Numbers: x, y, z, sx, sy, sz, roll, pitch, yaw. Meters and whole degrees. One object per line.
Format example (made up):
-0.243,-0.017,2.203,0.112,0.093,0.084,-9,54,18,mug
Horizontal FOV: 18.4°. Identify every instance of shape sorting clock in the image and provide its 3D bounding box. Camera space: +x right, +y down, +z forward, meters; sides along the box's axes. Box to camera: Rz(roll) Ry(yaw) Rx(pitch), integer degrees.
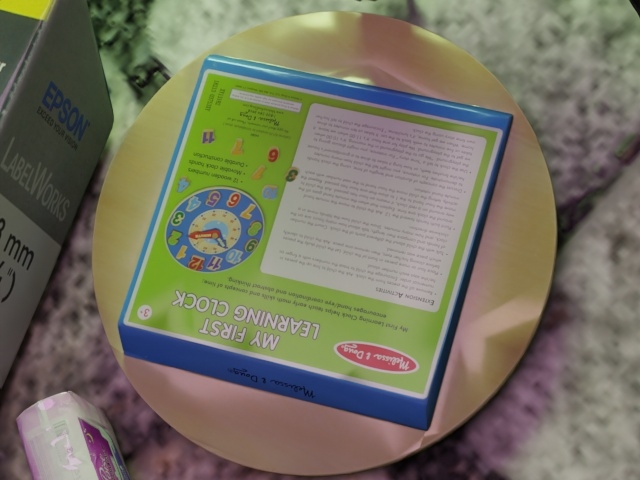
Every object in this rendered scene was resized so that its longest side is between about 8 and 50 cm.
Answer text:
0.000,0.000,0.854,0.206,0.040,0.206,-4,72,12,shape sorting clock

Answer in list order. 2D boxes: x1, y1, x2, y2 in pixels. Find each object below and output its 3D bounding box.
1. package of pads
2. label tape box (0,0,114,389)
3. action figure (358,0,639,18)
-0.099,0.110,0.840,0.032,0.050,0.083,-25,67,7,package of pads
-0.231,-0.052,0.907,0.240,0.106,0.334,17,77,22,label tape box
0.052,-0.180,0.851,0.275,0.141,0.164,28,83,8,action figure
